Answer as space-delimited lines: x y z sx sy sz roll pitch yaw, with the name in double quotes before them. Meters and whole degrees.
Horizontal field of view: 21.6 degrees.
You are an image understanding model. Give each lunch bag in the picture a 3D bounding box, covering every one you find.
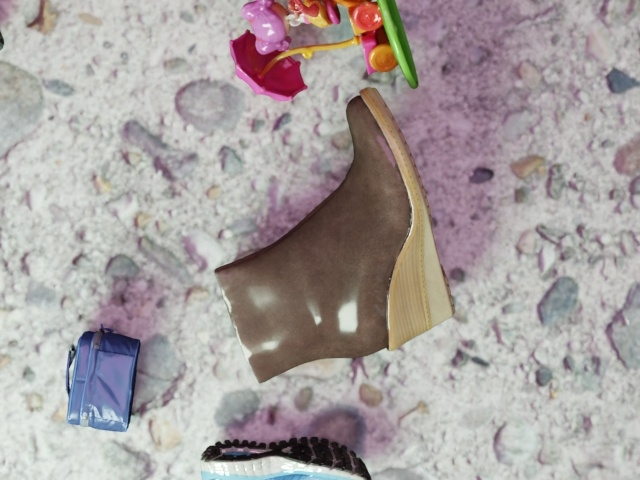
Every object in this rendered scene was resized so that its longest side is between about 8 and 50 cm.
"lunch bag" -0.205 0.127 1.566 0.065 0.067 0.098 7 89 -4

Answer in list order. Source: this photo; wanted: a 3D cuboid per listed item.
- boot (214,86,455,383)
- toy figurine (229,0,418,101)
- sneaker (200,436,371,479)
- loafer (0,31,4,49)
"boot" 0.000 0.000 1.550 0.206 0.090 0.248 -16 107 0
"toy figurine" -0.010 -0.196 1.547 0.159 0.130 0.173 -17 129 8
"sneaker" -0.032 0.229 1.590 0.162 0.063 0.073 2 108 1
"loafer" -0.397 -0.270 1.545 0.084 0.096 0.268 -33 94 3
